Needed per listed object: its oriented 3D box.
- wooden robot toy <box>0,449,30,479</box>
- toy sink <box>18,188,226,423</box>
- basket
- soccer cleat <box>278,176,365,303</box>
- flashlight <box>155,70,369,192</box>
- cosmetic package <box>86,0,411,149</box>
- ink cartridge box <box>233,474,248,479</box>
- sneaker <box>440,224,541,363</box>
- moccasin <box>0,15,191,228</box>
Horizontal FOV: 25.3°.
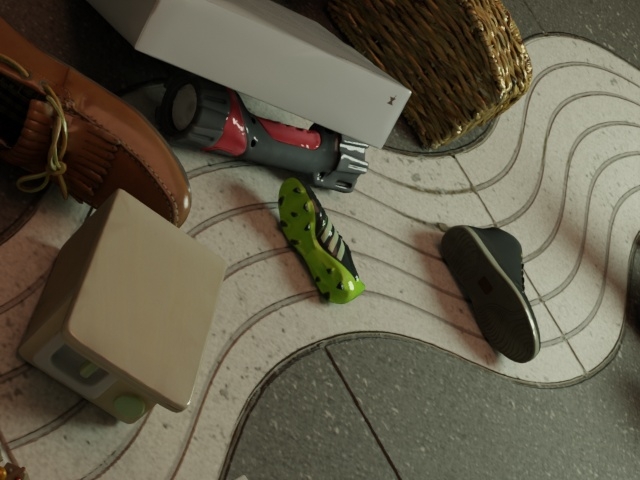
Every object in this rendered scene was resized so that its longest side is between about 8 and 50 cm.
[{"bbox_3d":[-0.330,0.196,1.328,0.173,0.079,0.076,23,46,-33],"label":"wooden robot toy"},{"bbox_3d":[-0.212,0.090,1.496,0.153,0.131,0.234,35,35,-20],"label":"toy sink"},{"bbox_3d":[0.202,-0.328,2.198,0.299,0.213,0.223,55,38,5],"label":"basket"},{"bbox_3d":[0.000,0.000,1.855,0.072,0.060,0.178,-14,76,-60],"label":"soccer cleat"},{"bbox_3d":[-0.067,-0.146,1.866,0.304,0.103,0.103,9,40,-41],"label":"flashlight"},{"bbox_3d":[-0.107,-0.262,1.819,0.377,0.097,0.284,19,13,-34],"label":"cosmetic package"},{"bbox_3d":[-0.079,0.347,1.474,0.104,0.061,0.181,-22,76,-51],"label":"ink cartridge box"},{"bbox_3d":[0.273,0.068,2.050,0.118,0.083,0.222,-7,64,-49],"label":"sneaker"},{"bbox_3d":[-0.307,-0.128,1.571,0.380,0.139,0.147,43,39,-10],"label":"moccasin"}]
